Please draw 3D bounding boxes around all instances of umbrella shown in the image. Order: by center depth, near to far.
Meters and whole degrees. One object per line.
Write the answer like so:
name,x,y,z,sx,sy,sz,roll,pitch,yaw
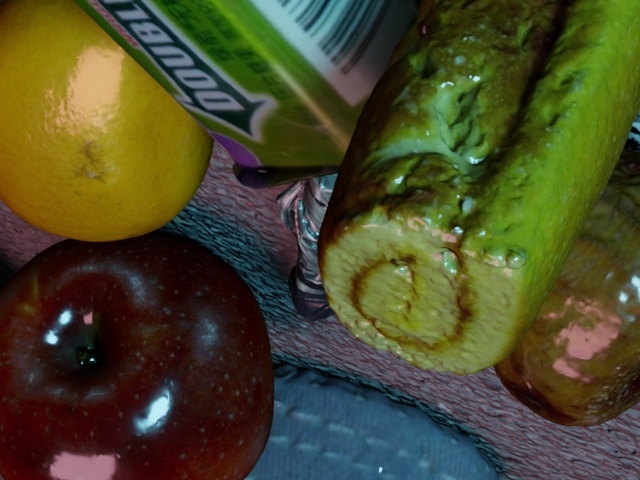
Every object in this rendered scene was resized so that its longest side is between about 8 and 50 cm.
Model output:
umbrella,0.000,0.000,0.969,0.050,0.046,0.188,-13,158,-9

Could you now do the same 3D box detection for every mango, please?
mango,-0.121,-0.080,0.861,0.145,0.112,0.219,28,146,-4

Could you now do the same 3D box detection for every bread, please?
bread,0.070,-0.043,0.642,0.103,0.172,0.132,23,156,8

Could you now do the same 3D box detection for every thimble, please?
thimble,0.016,0.219,1.272,0.236,0.172,0.205,32,154,-9

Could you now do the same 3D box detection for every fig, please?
fig,0.107,-0.005,0.788,0.201,0.133,0.146,40,133,21

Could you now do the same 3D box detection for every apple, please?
apple,-0.138,0.100,1.117,0.218,0.218,0.201,16,172,22

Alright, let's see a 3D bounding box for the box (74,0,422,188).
box,-0.086,-0.156,0.660,0.134,0.097,0.345,2,147,43
